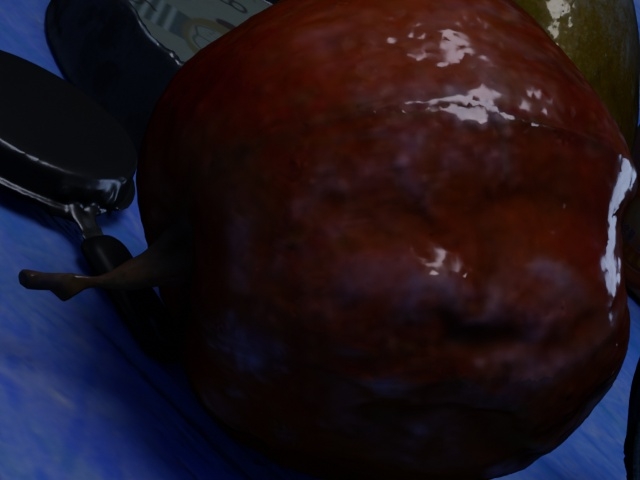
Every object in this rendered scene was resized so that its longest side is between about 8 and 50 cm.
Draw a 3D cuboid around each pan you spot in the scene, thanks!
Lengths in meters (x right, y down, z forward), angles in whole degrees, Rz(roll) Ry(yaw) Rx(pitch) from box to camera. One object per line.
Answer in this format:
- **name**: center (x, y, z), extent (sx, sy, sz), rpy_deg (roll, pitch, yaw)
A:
- **pan**: center (-0.125, -0.027, 0.959), extent (0.136, 0.028, 0.235), rpy_deg (7, 36, -49)

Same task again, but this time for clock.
- **clock**: center (-0.022, -0.089, 1.189), extent (0.312, 0.061, 0.312), rpy_deg (29, 23, -13)

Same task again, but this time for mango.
- **mango**: center (0.156, -0.118, 1.341), extent (0.193, 0.146, 0.316), rpy_deg (58, 20, -50)

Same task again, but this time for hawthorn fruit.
- **hawthorn fruit**: center (0.000, 0.000, 0.863), extent (0.271, 0.242, 0.242), rpy_deg (-1, 37, -23)

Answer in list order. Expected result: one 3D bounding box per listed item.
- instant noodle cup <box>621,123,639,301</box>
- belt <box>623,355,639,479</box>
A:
- **instant noodle cup**: center (0.331, -0.051, 1.387), extent (0.243, 0.231, 0.243), rpy_deg (30, 23, -14)
- **belt**: center (0.283, 0.126, 1.002), extent (0.267, 0.206, 0.116), rpy_deg (43, 21, -6)
